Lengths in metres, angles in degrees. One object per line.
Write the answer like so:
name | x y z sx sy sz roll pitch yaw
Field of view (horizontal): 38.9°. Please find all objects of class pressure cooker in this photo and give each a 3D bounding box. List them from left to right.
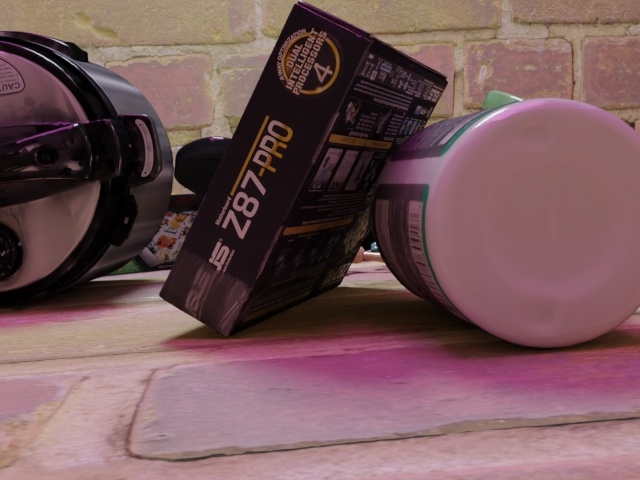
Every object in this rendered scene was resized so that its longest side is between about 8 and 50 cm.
pressure cooker | -0.416 -0.097 1.277 0.375 0.370 0.420 38 7 1

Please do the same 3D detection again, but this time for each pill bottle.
pill bottle | 0.162 -0.024 0.881 0.204 0.204 0.361 -4 5 -7

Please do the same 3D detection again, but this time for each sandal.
sandal | -0.067 -0.035 1.526 0.167 0.107 0.446 -22 -32 37

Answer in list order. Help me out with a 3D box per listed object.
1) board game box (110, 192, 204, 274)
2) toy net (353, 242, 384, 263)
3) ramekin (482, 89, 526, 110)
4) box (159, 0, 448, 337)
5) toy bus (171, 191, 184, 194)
board game box | -0.321 -0.011 1.589 0.259 0.136 0.030 -5 6 -28
toy net | 0.081 0.002 1.409 0.232 0.045 0.122 -13 19 -15
ramekin | 0.365 -0.102 1.450 0.303 0.148 0.303 29 6 -4
box | 0.004 -0.076 1.017 0.097 0.318 0.395 28 13 13
toy bus | -0.327 -0.035 1.821 0.332 0.108 0.130 7 25 36
